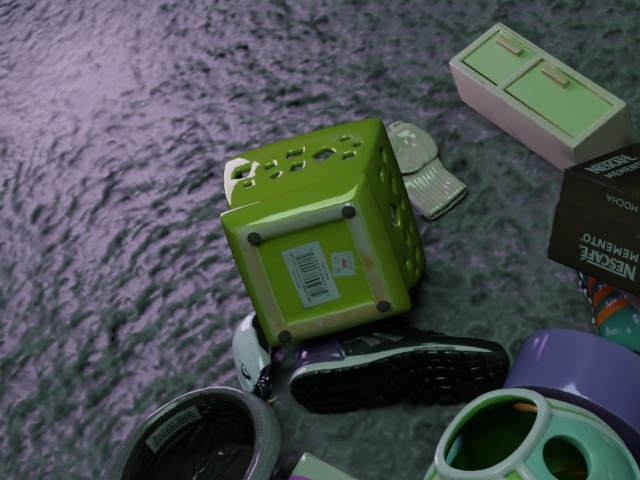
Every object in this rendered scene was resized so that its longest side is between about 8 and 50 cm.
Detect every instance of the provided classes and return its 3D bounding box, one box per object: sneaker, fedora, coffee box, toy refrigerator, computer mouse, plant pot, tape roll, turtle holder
[{"bbox_3d":[0.100,0.133,1.798,0.283,0.107,0.124,-6,45,19],"label":"sneaker"},{"bbox_3d":[-0.143,0.310,1.725,0.243,0.124,0.275,-16,35,16],"label":"fedora"},{"bbox_3d":[0.429,-0.037,1.688,0.168,0.119,0.297,27,31,37],"label":"coffee box"},{"bbox_3d":[0.308,-0.197,1.984,0.102,0.094,0.269,-38,48,-10],"label":"toy refrigerator"},{"bbox_3d":[-0.095,0.166,1.866,0.042,0.106,0.193,14,40,-18],"label":"computer mouse"},{"bbox_3d":[0.000,0.000,1.820,0.227,0.228,0.207,-15,22,12],"label":"plant pot"},{"bbox_3d":[0.302,0.187,1.606,0.189,0.189,0.080,12,58,30],"label":"tape roll"},{"bbox_3d":[0.369,0.088,1.714,0.302,0.108,0.121,-119,47,-61],"label":"sneaker"},{"bbox_3d":[0.196,0.303,1.475,0.320,0.227,0.243,-36,27,-16],"label":"turtle holder"}]

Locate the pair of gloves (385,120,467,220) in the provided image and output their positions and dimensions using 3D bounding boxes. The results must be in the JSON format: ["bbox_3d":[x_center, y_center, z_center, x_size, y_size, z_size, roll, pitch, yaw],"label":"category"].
[{"bbox_3d":[0.068,-0.076,2.022,0.240,0.042,0.204,-29,47,-3],"label":"pair of gloves"}]

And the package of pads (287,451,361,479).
[{"bbox_3d":[0.002,0.415,1.607,0.229,0.101,0.296,20,63,36],"label":"package of pads"}]
